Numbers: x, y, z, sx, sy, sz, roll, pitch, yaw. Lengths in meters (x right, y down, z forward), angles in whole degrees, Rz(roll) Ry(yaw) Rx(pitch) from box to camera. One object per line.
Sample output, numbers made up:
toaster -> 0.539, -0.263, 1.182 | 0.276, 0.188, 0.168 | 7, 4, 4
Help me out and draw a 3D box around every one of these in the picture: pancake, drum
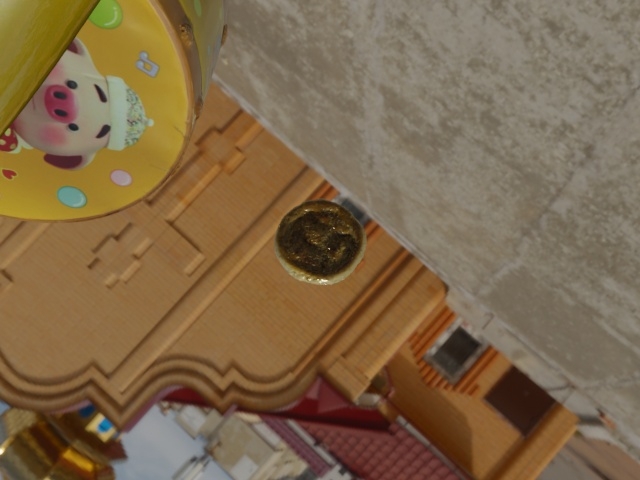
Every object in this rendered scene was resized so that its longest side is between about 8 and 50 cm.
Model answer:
pancake -> 0.000, 0.000, 1.194 | 0.158, 0.158, 0.028 | 41, 154, 14
drum -> -0.315, -0.233, 0.780 | 0.431, 0.431, 0.214 | 46, -146, -36

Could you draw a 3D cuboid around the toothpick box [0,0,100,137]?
toothpick box -> -0.215, -0.141, 0.389 | 0.175, 0.271, 0.175 | 34, -155, -18
